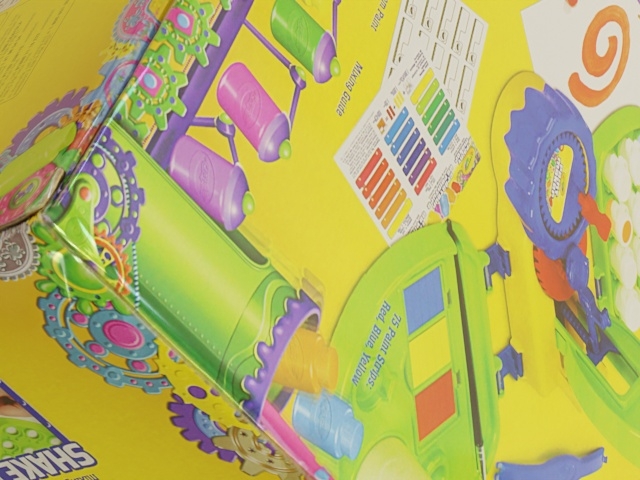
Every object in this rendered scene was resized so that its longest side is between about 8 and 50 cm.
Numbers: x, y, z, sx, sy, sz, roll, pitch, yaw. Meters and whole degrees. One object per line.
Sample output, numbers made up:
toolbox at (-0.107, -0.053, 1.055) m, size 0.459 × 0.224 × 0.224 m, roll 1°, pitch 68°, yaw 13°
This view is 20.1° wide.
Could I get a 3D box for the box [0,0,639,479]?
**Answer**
box at (0.000, 0.000, 0.628) m, size 0.177 × 0.290 × 0.279 m, roll -19°, pitch -55°, yaw 40°
